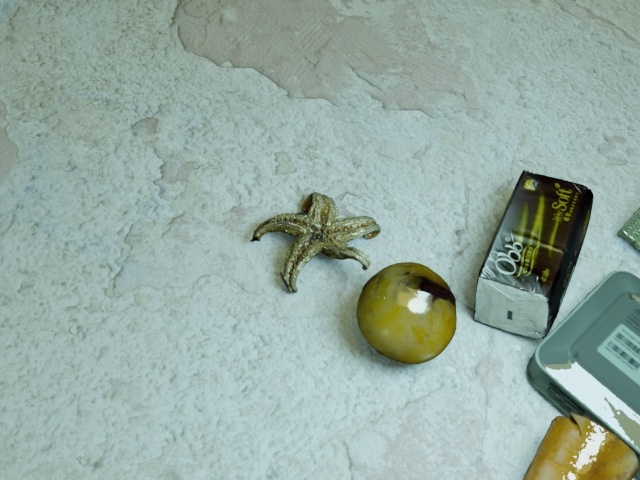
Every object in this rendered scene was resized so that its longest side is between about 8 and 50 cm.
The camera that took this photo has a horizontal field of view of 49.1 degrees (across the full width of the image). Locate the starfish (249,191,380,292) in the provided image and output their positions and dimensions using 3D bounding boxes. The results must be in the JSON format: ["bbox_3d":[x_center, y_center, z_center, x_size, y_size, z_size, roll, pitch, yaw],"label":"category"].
[{"bbox_3d":[0.001,0.004,1.769,0.312,0.113,0.303,28,57,25],"label":"starfish"}]

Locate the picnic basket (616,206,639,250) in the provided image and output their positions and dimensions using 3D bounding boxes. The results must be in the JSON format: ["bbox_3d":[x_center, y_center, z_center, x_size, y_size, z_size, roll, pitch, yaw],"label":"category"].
[{"bbox_3d":[0.892,-0.007,1.799,0.134,0.154,0.196,-33,69,-28],"label":"picnic basket"}]

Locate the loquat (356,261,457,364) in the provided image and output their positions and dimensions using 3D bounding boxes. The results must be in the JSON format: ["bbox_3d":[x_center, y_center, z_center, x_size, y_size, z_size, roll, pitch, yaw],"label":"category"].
[{"bbox_3d":[0.196,0.164,1.602,0.234,0.235,0.235,2,57,-2],"label":"loquat"}]

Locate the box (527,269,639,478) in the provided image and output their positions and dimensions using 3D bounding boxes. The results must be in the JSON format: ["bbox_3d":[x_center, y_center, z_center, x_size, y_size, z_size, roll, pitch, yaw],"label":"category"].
[{"bbox_3d":[0.738,0.299,1.616,0.396,0.111,0.396,-37,66,-26],"label":"box"}]

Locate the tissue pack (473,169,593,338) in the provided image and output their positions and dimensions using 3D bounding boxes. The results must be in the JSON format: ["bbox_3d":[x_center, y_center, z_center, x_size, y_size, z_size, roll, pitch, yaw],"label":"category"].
[{"bbox_3d":[0.518,0.039,1.702,0.198,0.210,0.370,19,57,19],"label":"tissue pack"}]

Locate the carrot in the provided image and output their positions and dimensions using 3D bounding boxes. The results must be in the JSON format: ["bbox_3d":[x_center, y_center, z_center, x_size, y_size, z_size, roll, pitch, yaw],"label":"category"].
[{"bbox_3d":[0.499,0.508,1.421,0.196,0.196,0.254,35,64,18],"label":"carrot"}]
